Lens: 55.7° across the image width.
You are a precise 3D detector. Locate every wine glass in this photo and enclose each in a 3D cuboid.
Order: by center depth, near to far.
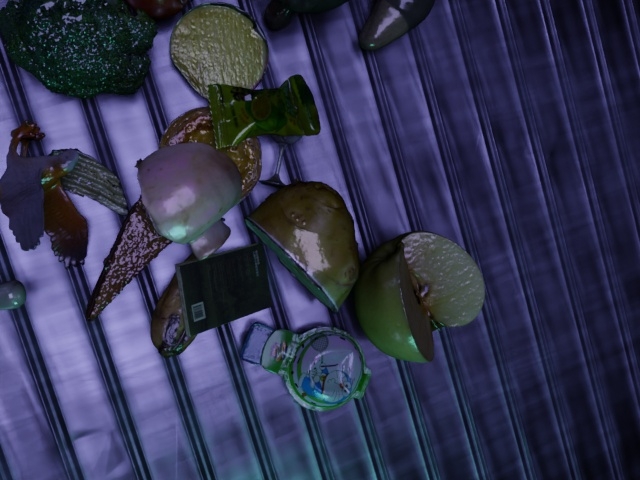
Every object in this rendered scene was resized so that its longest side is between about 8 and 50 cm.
[{"bbox_3d":[-0.086,-0.221,1.403,0.079,0.079,0.195,12,88,-15],"label":"wine glass"}]

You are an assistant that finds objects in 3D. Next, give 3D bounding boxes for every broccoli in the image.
[{"bbox_3d":[-0.489,-0.416,1.230,0.295,0.265,0.245,17,54,-14],"label":"broccoli"}]

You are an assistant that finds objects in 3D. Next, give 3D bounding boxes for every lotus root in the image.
[{"bbox_3d":[-0.297,0.137,1.346,0.110,0.097,0.258,37,70,-36],"label":"lotus root"}]

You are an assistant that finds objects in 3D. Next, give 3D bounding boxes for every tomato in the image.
[{"bbox_3d":[-0.354,-0.559,1.291,0.167,0.167,0.167,0,91,-15],"label":"tomato"}]

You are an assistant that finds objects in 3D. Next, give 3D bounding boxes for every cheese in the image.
[{"bbox_3d":[-0.028,0.289,1.426,0.320,0.083,0.203,23,85,-15],"label":"cheese"}]

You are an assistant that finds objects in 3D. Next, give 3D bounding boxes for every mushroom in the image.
[{"bbox_3d":[-0.246,-0.082,1.226,0.173,0.162,0.236,-26,113,8],"label":"mushroom"}]

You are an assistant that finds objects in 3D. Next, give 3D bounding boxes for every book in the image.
[{"bbox_3d":[-0.209,0.104,1.348,0.228,0.024,0.160,-16,103,-42],"label":"book"}]

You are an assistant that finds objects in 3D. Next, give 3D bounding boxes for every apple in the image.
[{"bbox_3d":[0.206,0.124,1.405,0.295,0.233,0.257,-40,105,-30],"label":"apple"}]

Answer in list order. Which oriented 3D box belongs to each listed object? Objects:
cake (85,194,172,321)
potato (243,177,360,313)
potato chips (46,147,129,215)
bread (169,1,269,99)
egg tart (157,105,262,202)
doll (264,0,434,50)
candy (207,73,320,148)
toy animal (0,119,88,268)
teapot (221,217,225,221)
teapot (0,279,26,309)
[{"bbox_3d":[-0.409,0.043,1.299,0.113,0.116,0.295,33,84,-21],"label":"cake"},{"bbox_3d":[0.000,0.000,1.350,0.196,0.246,0.299,-42,107,-7],"label":"potato"},{"bbox_3d":[-0.499,-0.133,1.315,0.207,0.028,0.092,28,89,-10],"label":"potato chips"},{"bbox_3d":[-0.230,-0.429,1.384,0.229,0.033,0.228,-1,92,-17],"label":"bread"},{"bbox_3d":[-0.246,-0.182,1.353,0.234,0.094,0.234,-1,94,-16],"label":"egg tart"},{"bbox_3d":[0.075,-0.587,1.360,0.379,0.252,0.382,40,87,-12],"label":"doll"},{"bbox_3d":[-0.128,-0.284,1.324,0.246,0.069,0.149,-12,83,-30],"label":"candy"},{"bbox_3d":[-0.637,-0.090,1.245,0.284,0.225,0.302,2,82,5],"label":"toy animal"},{"bbox_3d":[-0.267,-0.042,1.374,0.100,0.045,0.067,-7,91,-16],"label":"teapot"},{"bbox_3d":[-0.766,0.123,1.186,0.318,0.149,0.220,-39,102,-10],"label":"teapot"}]
